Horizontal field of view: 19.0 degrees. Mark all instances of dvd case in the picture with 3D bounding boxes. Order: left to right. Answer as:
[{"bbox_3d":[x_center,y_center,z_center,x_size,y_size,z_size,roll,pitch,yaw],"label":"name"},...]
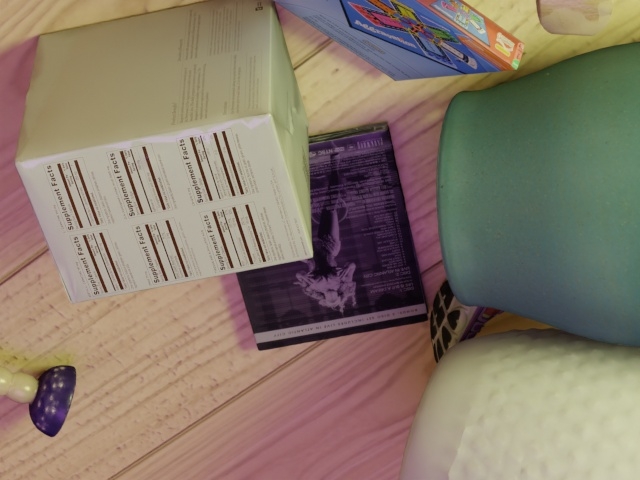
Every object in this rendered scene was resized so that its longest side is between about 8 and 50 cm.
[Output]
[{"bbox_3d":[0.000,0.000,1.727,0.164,0.018,0.221,-11,126,5],"label":"dvd case"}]

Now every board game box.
[{"bbox_3d":[0.014,-0.200,1.481,0.281,0.027,0.145,29,163,-36],"label":"board game box"}]

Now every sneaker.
[{"bbox_3d":[0.154,0.055,1.745,0.071,0.068,0.170,16,125,-21],"label":"sneaker"}]

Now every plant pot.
[{"bbox_3d":[0.236,-0.035,1.568,0.255,0.271,0.271,-2,129,18],"label":"plant pot"}]

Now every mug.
[{"bbox_3d":[0.250,0.244,1.706,0.328,0.276,0.374,17,148,16],"label":"mug"}]

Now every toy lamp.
[{"bbox_3d":[-0.366,0.108,1.765,0.275,0.080,0.080,20,124,-19],"label":"toy lamp"}]

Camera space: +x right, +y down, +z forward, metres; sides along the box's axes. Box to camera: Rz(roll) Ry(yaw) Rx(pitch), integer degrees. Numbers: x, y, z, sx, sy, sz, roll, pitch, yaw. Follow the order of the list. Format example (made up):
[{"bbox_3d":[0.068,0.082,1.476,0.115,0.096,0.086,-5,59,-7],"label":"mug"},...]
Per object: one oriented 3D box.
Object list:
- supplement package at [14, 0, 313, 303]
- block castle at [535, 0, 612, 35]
[{"bbox_3d":[-0.121,-0.078,1.552,0.203,0.194,0.149,-10,126,7],"label":"supplement package"},{"bbox_3d":[0.237,-0.388,1.297,0.453,0.213,0.303,-38,114,25],"label":"block castle"}]
